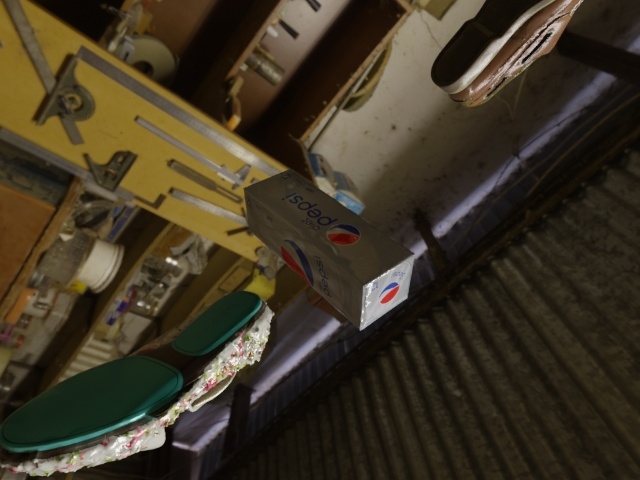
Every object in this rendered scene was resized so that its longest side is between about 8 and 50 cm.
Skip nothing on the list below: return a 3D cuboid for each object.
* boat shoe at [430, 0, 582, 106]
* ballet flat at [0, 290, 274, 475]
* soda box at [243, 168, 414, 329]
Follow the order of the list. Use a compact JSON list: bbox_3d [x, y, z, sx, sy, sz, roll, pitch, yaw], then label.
[{"bbox_3d":[0.308,-0.333,0.658,0.307,0.104,0.111,-40,-133,34],"label":"boat shoe"},{"bbox_3d":[-0.124,0.122,0.368,0.091,0.241,0.077,18,-62,33],"label":"ballet flat"},{"bbox_3d":[0.000,0.000,0.669,0.098,0.091,0.286,-28,-133,-29],"label":"soda box"}]
